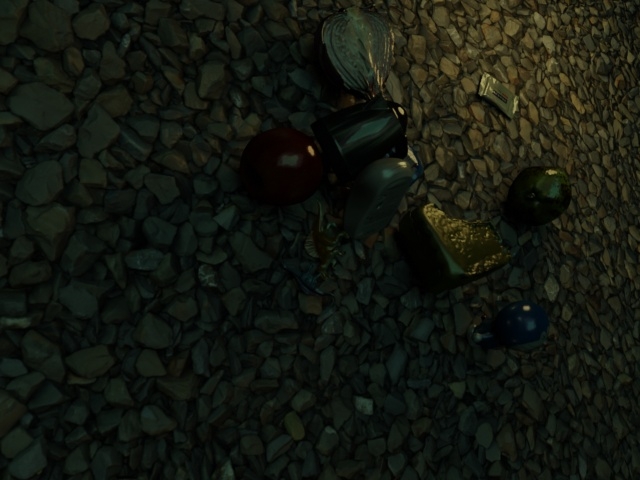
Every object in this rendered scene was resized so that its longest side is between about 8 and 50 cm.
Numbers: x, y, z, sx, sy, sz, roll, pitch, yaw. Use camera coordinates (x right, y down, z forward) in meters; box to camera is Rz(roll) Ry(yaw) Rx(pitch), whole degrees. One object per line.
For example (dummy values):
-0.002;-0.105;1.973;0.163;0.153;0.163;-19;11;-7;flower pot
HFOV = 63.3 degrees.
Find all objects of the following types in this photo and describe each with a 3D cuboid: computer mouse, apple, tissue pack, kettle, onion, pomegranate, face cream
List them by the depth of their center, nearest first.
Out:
-0.107;-0.202;1.437;0.201;0.218;0.218;-26;89;-34;apple
0.152;-0.132;1.530;0.184;0.297;0.121;-26;66;-31;computer mouse
0.143;-0.299;1.543;0.271;0.207;0.251;-29;104;4;kettle
0.113;-0.568;1.696;0.267;0.159;0.349;-11;88;-18;onion
0.221;-0.293;1.709;0.264;0.083;0.149;45;70;-8;face cream
0.821;-0.147;1.911;0.276;0.222;0.204;34;44;-35;pomegranate
0.712;-0.580;2.078;0.193;0.026;0.123;28;65;-17;tissue pack

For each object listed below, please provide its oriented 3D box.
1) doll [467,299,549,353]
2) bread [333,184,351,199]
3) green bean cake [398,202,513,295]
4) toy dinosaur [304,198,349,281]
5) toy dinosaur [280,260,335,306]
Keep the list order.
0.593;0.289;1.639;0.215;0.257;0.161;-9;73;-33;doll
0.082;-0.149;1.624;0.083;0.036;0.047;3;77;-24;bread
0.415;0.013;1.671;0.309;0.202;0.285;-11;69;-30;green bean cake
0.001;0.001;1.540;0.142;0.057;0.212;-37;82;-11;toy dinosaur
-0.028;0.113;1.481;0.197;0.045;0.080;38;86;-2;toy dinosaur
